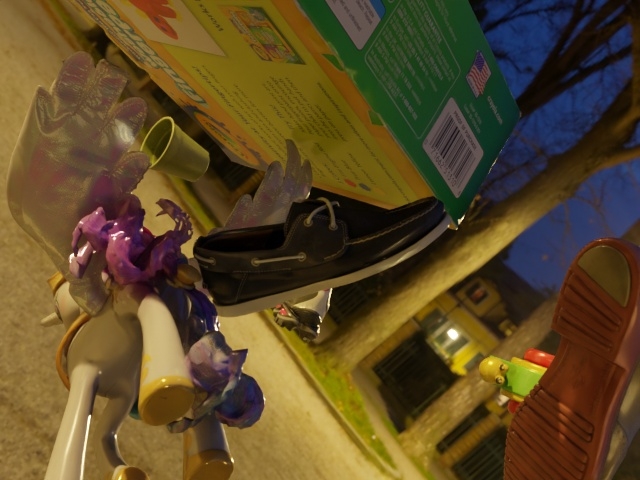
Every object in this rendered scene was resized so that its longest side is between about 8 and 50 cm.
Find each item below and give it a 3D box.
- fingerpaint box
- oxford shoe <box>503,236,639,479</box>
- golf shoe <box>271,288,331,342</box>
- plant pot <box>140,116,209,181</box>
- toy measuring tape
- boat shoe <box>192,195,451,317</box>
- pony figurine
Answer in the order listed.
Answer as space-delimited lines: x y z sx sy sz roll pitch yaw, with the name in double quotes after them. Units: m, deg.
-0.057 -0.229 0.697 0.371 0.163 0.445 20 -17 42 "fingerpaint box"
0.326 0.195 0.805 0.147 0.396 0.140 6 21 -23 "oxford shoe"
-0.050 0.094 1.314 0.105 0.120 0.273 31 -2 -27 "golf shoe"
-0.206 -0.123 1.025 0.079 0.083 0.083 29 13 -37 "plant pot"
0.401 0.254 1.136 0.330 0.121 0.121 22 8 -18 "toy measuring tape"
0.000 0.000 0.634 0.084 0.233 0.079 -77 149 -72 "boat shoe"
-0.169 0.055 0.659 0.303 0.351 0.363 25 24 -35 "pony figurine"
